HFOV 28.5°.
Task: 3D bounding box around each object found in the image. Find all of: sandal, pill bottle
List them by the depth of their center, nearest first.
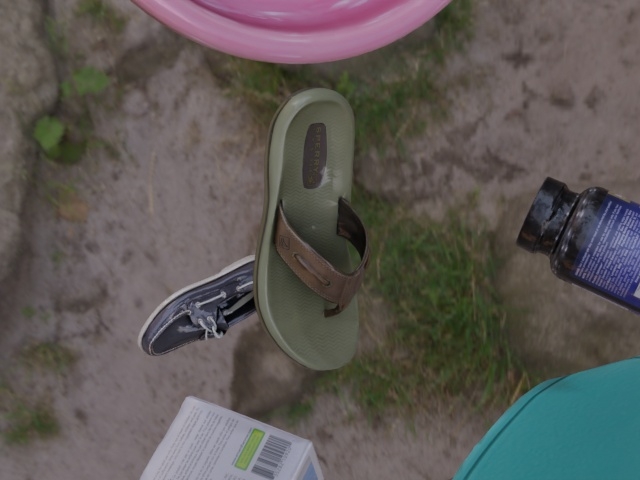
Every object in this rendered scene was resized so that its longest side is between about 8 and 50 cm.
[{"bbox_3d":[-0.001,-0.001,1.276,0.120,0.303,0.086,-16,26,-31],"label":"sandal"},{"bbox_3d":[0.352,0.010,1.505,0.219,0.123,0.123,26,72,11],"label":"pill bottle"}]

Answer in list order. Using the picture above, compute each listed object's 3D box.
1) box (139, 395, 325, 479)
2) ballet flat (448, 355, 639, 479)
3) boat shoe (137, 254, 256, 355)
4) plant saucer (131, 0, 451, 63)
[{"bbox_3d":[-0.059,0.223,0.936,0.103,0.203,0.114,17,60,21],"label":"box"},{"bbox_3d":[0.070,0.201,0.431,0.147,0.147,0.409,19,36,16],"label":"ballet flat"},{"bbox_3d":[-0.143,0.095,1.657,0.206,0.075,0.065,-32,51,-14],"label":"boat shoe"},{"bbox_3d":[-0.025,-0.281,0.805,0.332,0.332,0.084,-42,23,-11],"label":"plant saucer"}]
